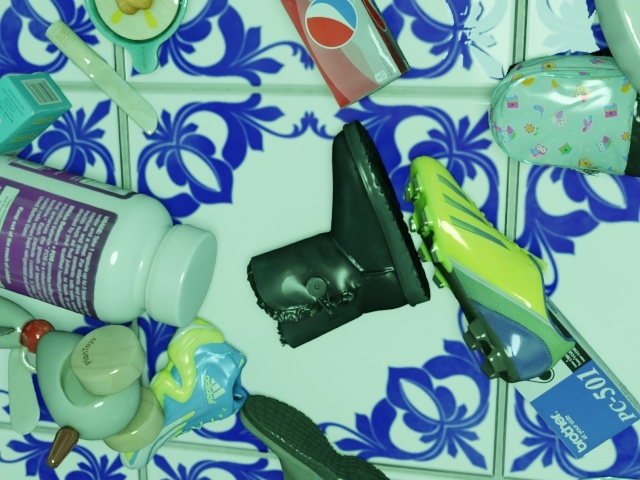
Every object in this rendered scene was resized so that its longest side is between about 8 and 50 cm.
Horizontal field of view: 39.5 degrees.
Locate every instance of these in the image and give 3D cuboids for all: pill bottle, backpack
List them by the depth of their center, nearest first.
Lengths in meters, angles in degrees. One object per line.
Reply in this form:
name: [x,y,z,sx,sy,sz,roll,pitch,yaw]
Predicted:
backpack: [0.278,-0.143,0.975,0.182,0.115,0.152,6,108,15]
pill bottle: [-0.292,0.008,1.122,0.302,0.169,0.169,17,107,10]

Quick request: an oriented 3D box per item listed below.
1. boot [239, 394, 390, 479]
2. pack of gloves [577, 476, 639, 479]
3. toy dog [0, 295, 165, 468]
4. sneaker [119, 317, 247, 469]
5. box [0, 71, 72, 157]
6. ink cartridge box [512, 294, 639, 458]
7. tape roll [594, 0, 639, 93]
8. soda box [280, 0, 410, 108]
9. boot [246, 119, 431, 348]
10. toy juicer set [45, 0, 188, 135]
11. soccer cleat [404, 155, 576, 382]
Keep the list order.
boot: [-0.037,0.330,1.183,0.246,0.083,0.161,37,110,-4]
pack of gloves: [0.427,0.380,1.107,0.232,0.046,0.195,-12,101,16]
toy dog: [-0.345,0.178,1.095,0.334,0.161,0.220,-1,126,44]
sneaker: [-0.176,0.227,1.190,0.126,0.091,0.240,28,108,5]
box: [-0.446,-0.122,1.162,0.244,0.100,0.060,-36,93,19]
ink cartridge box: [0.285,0.156,1.084,0.097,0.046,0.207,-41,92,20]
tape roll: [0.465,-0.274,0.865,0.392,0.072,0.392,0,93,0]
soda box: [0.002,-0.287,1.017,0.083,0.092,0.263,-28,96,19]
boot: [0.000,0.000,1.087,0.207,0.094,0.246,-19,105,13]
toy juicer set: [-0.253,-0.312,1.074,0.209,0.089,0.329,25,109,6]
soccer cleat: [0.192,0.024,1.037,0.121,0.093,0.289,-23,74,-7]
